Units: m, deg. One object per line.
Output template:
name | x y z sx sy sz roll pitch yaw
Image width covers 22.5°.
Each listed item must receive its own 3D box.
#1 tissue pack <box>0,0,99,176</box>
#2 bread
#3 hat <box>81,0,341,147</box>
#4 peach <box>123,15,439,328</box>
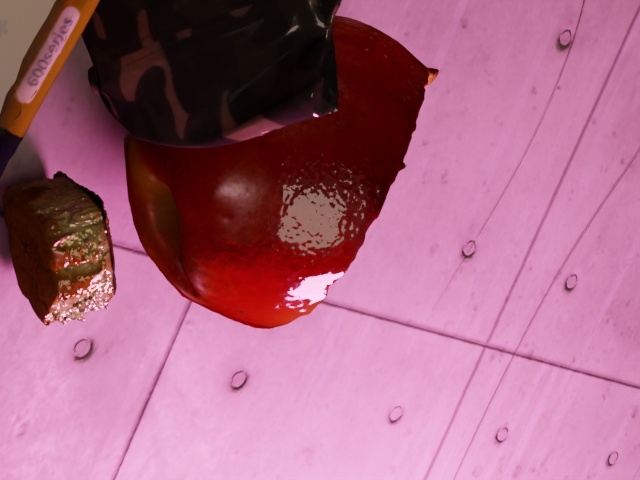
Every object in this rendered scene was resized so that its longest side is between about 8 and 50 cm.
tissue pack | -0.307 -0.202 1.185 0.264 0.253 0.416 30 92 -21
bread | -0.238 0.011 1.469 0.069 0.140 0.128 -18 117 -26
hat | -0.083 -0.300 1.309 0.257 0.366 0.381 -12 125 -16
peach | -0.017 -0.072 1.543 0.338 0.281 0.281 -21 124 -34
